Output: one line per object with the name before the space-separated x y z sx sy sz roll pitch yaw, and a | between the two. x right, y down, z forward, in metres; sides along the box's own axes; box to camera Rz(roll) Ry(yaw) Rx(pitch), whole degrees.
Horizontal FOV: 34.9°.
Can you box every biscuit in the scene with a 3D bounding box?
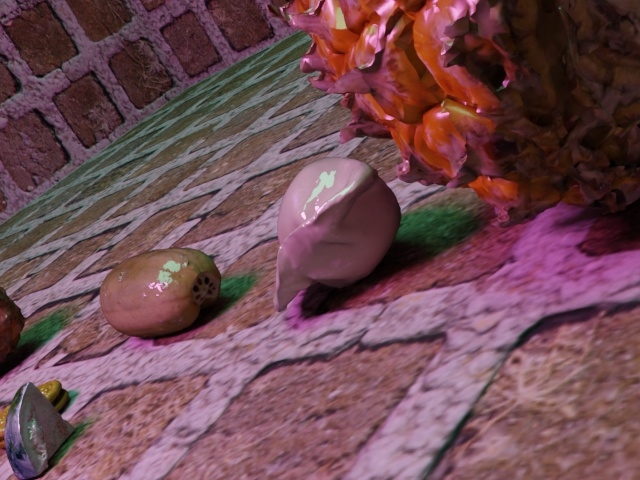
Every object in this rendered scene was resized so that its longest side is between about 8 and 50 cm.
biscuit | -0.282 0.167 0.984 0.084 0.023 0.084 -31 14 9

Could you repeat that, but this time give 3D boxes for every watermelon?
watermelon | -0.240 0.171 0.877 0.061 0.085 0.085 -7 2 -29

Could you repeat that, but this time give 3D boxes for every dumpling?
dumpling | -0.001 -0.001 0.826 0.134 0.100 0.169 -50 16 -8

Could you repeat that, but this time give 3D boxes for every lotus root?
lotus root | -0.171 0.051 1.020 0.090 0.077 0.183 -42 20 -33

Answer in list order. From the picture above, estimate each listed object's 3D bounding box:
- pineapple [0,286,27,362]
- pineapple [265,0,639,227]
pineapple | -0.465 0.120 1.241 0.193 0.166 0.166 -44 19 -18
pineapple | 0.145 -0.184 0.660 0.352 0.352 0.300 -34 25 -5
